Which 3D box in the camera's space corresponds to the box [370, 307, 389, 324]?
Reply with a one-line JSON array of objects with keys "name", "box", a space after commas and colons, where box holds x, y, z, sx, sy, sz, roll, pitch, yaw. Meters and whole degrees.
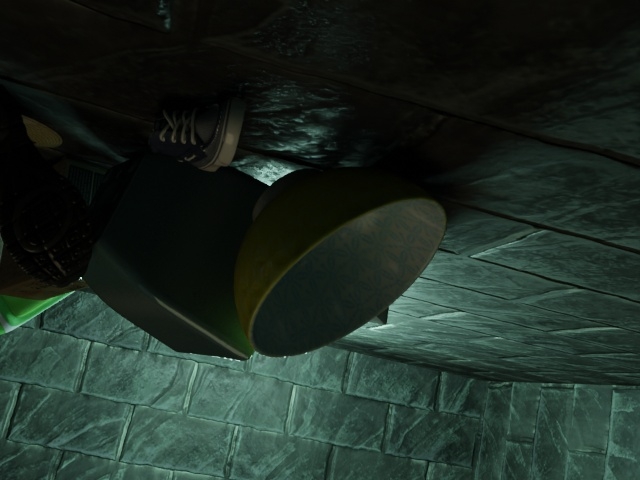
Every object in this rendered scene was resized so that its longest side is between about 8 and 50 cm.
[{"name": "box", "box": [0.038, 0.082, 1.324, 0.181, 0.119, 0.182, 7, 167, 17]}]

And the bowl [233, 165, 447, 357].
[{"name": "bowl", "box": [0.000, 0.000, 0.876, 0.156, 0.289, 0.289, 54, -171, 29]}]

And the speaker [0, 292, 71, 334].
[{"name": "speaker", "box": [-0.628, 0.087, 1.537, 0.131, 0.296, 0.131, 36, 146, 29]}]

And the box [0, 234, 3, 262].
[{"name": "box", "box": [-0.804, -0.050, 1.353, 0.345, 0.168, 0.215, 20, 170, -31]}]

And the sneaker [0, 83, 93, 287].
[{"name": "sneaker", "box": [-0.378, -0.074, 0.863, 0.109, 0.286, 0.130, -28, -166, -21]}]

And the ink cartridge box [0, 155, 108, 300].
[{"name": "ink cartridge box", "box": [-0.443, -0.011, 1.131, 0.088, 0.193, 0.234, 17, 159, -40]}]

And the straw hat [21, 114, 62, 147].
[{"name": "straw hat", "box": [-0.443, -0.133, 0.971, 0.144, 0.061, 0.144, 12, 167, 3]}]

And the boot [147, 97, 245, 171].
[{"name": "boot", "box": [-0.142, -0.118, 0.757, 0.086, 0.069, 0.190, 13, 169, -18]}]

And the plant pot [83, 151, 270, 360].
[{"name": "plant pot", "box": [-0.211, 0.005, 1.001, 0.252, 0.247, 0.248, 35, 156, -29]}]
